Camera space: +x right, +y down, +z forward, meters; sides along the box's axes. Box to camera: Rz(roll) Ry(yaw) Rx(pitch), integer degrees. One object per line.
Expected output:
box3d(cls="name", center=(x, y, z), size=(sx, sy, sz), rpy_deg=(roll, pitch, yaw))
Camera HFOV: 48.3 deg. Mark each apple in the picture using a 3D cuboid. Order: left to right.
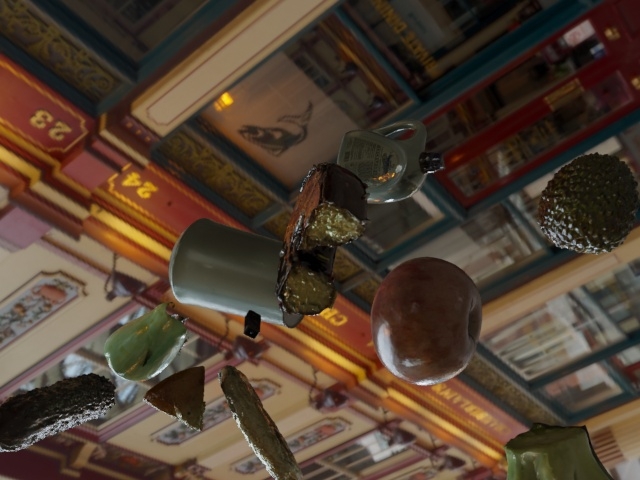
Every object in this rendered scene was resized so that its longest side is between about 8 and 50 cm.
box3d(cls="apple", center=(0.296, 0.216, 1.897), size=(0.345, 0.269, 0.344), rpy_deg=(1, -91, -42))

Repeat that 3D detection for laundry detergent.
box3d(cls="laundry detergent", center=(0.181, -0.201, 1.773), size=(0.105, 0.281, 0.214), rpy_deg=(31, -120, -48))

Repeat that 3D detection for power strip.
box3d(cls="power strip", center=(-0.175, 0.215, 1.821), size=(0.038, 0.029, 0.111), rpy_deg=(30, -167, -11))

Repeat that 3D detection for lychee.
box3d(cls="lychee", center=(0.441, -0.059, 1.161), size=(0.171, 0.171, 0.171), rpy_deg=(43, -152, -30))

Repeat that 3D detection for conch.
box3d(cls="conch", center=(-0.389, 0.237, 1.659), size=(0.143, 0.251, 0.137), rpy_deg=(55, -166, -10))

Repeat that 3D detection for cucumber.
box3d(cls="cucumber", center=(-0.467, 0.292, 1.235), size=(0.096, 0.096, 0.359), rpy_deg=(62, -176, 8))

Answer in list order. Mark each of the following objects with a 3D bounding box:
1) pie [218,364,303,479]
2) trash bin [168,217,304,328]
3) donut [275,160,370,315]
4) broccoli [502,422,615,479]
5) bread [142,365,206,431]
box3d(cls="pie", center=(-0.143, 0.438, 1.670), size=(0.337, 0.075, 0.337), rpy_deg=(57, 169, 17))
box3d(cls="trash bin", center=(-0.251, 0.098, 2.187), size=(0.280, 0.432, 0.280), rpy_deg=(14, -90, -70))
box3d(cls="donut", center=(0.002, -0.017, 1.554), size=(0.136, 0.345, 0.259), rpy_deg=(17, -147, -10))
box3d(cls="broccoli", center=(0.254, 0.304, 0.715), size=(0.288, 0.248, 0.245), rpy_deg=(-5, -110, -16))
box3d(cls="bread", center=(-0.301, 0.340, 1.608), size=(0.154, 0.054, 0.136), rpy_deg=(31, -118, 4))
